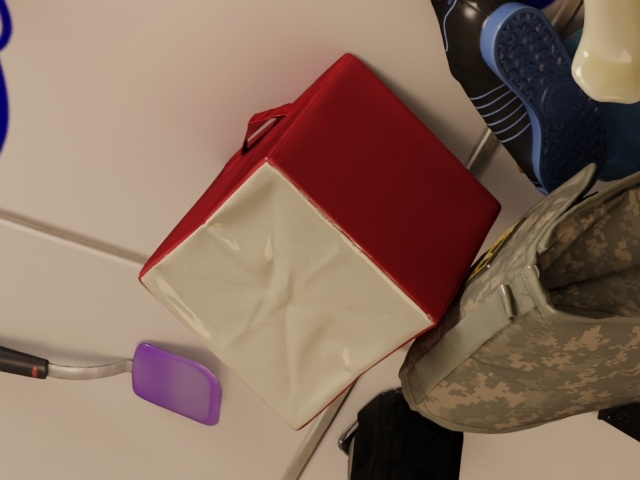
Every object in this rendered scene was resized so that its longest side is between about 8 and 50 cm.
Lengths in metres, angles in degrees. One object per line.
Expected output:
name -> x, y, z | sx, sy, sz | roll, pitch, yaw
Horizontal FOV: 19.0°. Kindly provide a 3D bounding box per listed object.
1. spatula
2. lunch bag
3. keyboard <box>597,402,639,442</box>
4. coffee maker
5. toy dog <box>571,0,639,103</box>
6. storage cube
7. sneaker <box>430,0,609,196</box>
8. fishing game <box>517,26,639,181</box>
spatula -> -0.240, 0.123, 1.858 | 0.296, 0.030, 0.084 | 9, 133, -1
lunch bag -> 0.220, 0.045, 1.529 | 0.287, 0.169, 0.235 | -10, 161, -29
keyboard -> 0.342, 0.131, 1.799 | 0.108, 0.023, 0.180 | 31, 130, -29
coffee maker -> 0.076, 0.237, 1.825 | 0.120, 0.178, 0.171 | 9, 134, -2
toy dog -> 0.309, -0.218, 1.186 | 0.284, 0.395, 0.408 | 24, 179, 13
storage cube -> 0.000, 0.000, 1.562 | 0.215, 0.193, 0.184 | 44, 126, -8
sneaker -> 0.159, -0.122, 1.520 | 0.081, 0.090, 0.232 | -42, 138, -10
fishing game -> 0.271, -0.115, 1.558 | 0.264, 0.041, 0.189 | -8, 131, 27
